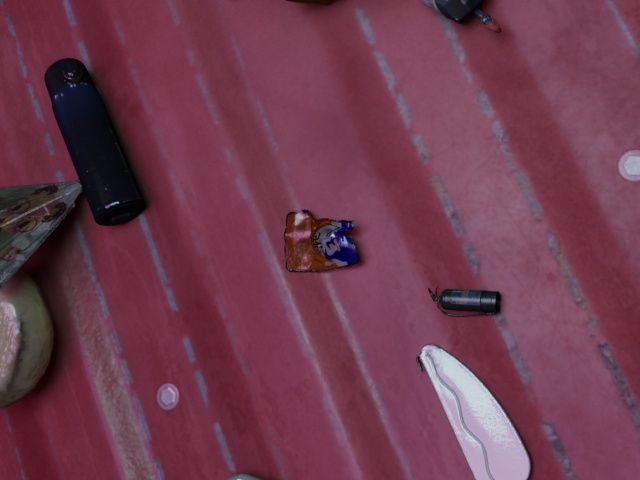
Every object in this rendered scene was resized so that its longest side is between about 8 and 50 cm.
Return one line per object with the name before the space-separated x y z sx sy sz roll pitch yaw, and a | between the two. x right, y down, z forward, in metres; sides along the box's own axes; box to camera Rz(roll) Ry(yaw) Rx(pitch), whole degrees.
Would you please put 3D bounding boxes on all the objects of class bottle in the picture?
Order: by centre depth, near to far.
bottle | -0.322 -0.142 1.258 0.245 0.072 0.082 64 152 17

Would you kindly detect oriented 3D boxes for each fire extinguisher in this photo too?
fire extinguisher | 0.166 0.072 1.042 0.083 0.025 0.038 2 109 25

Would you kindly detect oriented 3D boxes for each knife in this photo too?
knife | 0.198 0.264 1.001 0.081 0.043 0.336 -25 73 15

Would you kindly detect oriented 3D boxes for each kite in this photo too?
kite | -0.444 -0.026 1.268 0.267 0.013 0.323 -27 36 -9

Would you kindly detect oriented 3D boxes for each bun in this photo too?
bun | -0.466 0.127 1.276 0.222 0.127 0.223 0 92 16

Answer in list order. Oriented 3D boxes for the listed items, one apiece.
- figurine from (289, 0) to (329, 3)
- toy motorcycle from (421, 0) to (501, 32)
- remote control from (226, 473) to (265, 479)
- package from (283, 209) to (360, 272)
figurine | -0.052 -0.491 1.031 0.267 0.401 0.387 -6 88 4
toy motorcycle | 0.209 -0.339 1.029 0.221 0.102 0.150 -41 49 13
remote control | 0.011 0.374 1.039 0.335 0.128 0.066 12 130 25
package | 0.001 0.000 1.122 0.110 0.033 0.077 -2 107 38
